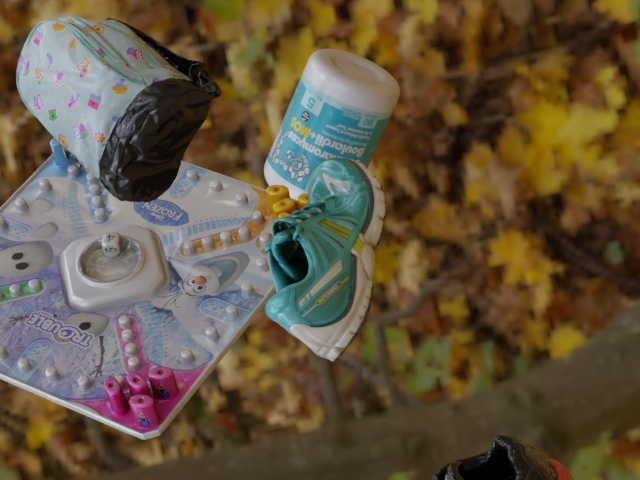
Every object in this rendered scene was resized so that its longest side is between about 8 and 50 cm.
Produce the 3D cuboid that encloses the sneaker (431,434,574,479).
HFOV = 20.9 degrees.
[{"bbox_3d":[0.142,0.312,1.856,0.135,0.276,0.097,50,176,-37],"label":"sneaker"}]

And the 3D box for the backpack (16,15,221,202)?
[{"bbox_3d":[-0.201,-0.141,1.654,0.182,0.115,0.152,45,113,28],"label":"backpack"}]

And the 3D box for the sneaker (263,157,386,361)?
[{"bbox_3d":[0.000,0.000,1.817,0.107,0.110,0.275,-49,22,35],"label":"sneaker"}]

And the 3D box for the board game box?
[{"bbox_3d":[-0.250,0.023,2.069,0.390,0.390,0.050,20,141,25],"label":"board game box"}]

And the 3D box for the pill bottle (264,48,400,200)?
[{"bbox_3d":[0.007,-0.142,2.591,0.146,0.146,0.264,-115,43,-57],"label":"pill bottle"}]
